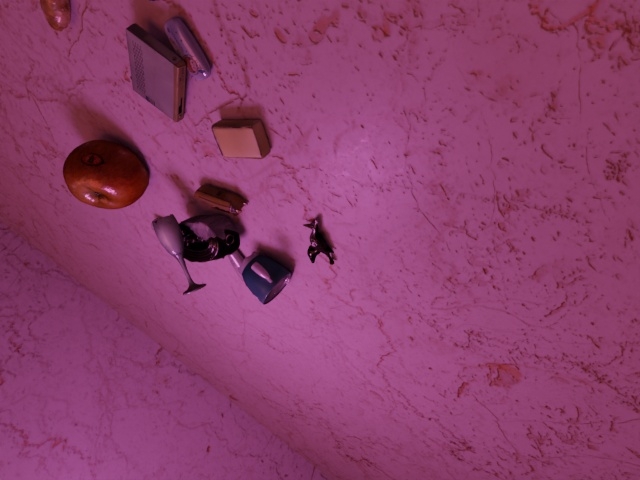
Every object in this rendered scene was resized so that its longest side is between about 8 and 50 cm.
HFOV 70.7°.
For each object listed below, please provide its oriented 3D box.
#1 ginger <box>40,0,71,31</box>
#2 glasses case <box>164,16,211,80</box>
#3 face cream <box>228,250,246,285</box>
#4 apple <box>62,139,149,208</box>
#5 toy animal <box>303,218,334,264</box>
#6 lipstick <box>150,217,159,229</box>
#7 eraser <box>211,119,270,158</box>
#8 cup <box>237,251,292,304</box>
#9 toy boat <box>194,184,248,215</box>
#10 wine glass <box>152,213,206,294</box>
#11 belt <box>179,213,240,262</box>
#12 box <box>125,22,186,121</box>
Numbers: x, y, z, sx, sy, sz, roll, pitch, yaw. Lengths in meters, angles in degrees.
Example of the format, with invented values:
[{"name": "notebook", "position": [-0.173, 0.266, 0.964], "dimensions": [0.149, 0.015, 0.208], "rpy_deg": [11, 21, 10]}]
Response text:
[{"name": "ginger", "position": [-0.833, -0.845, 1.293], "dimensions": [0.348, 0.122, 0.363], "rpy_deg": [-17, 112, 44]}, {"name": "glasses case", "position": [-0.379, -0.545, 1.289], "dimensions": [0.067, 0.045, 0.178], "rpy_deg": [-5, 126, 42]}, {"name": "face cream", "position": [-0.339, 0.117, 1.935], "dimensions": [0.072, 0.051, 0.182], "rpy_deg": [-1, 128, 37]}, {"name": "apple", "position": [-0.860, -0.250, 1.798], "dimensions": [0.310, 0.250, 0.277], "rpy_deg": [13, 135, 24]}, {"name": "toy animal", "position": [-0.008, 0.003, 1.570], "dimensions": [0.105, 0.070, 0.202], "rpy_deg": [4, 130, 17]}, {"name": "lipstick", "position": [-0.634, -0.032, 2.002], "dimensions": [0.264, 0.059, 0.059], "rpy_deg": [20, 139, 21]}, {"name": "eraser", "position": [-0.249, -0.318, 1.413], "dimensions": [0.172, 0.058, 0.117], "rpy_deg": [8, 134, 31]}, {"name": "cup", "position": [-0.231, 0.138, 1.790], "dimensions": [0.173, 0.167, 0.299], "rpy_deg": [39, 168, 11]}, {"name": "toy boat", "position": [-0.375, -0.146, 1.680], "dimensions": [0.226, 0.068, 0.088], "rpy_deg": [18, 144, 22]}, {"name": "wine glass", "position": [-0.615, 0.074, 1.794], "dimensions": [0.264, 0.096, 0.309], "rpy_deg": [-18, 99, 35]}, {"name": "belt", "position": [-0.448, -0.012, 1.809], "dimensions": [0.289, 0.164, 0.184], "rpy_deg": [1, 104, 39]}, {"name": "box", "position": [-0.507, -0.510, 1.394], "dimensions": [0.211, 0.045, 0.270], "rpy_deg": [37, 153, 1]}]
